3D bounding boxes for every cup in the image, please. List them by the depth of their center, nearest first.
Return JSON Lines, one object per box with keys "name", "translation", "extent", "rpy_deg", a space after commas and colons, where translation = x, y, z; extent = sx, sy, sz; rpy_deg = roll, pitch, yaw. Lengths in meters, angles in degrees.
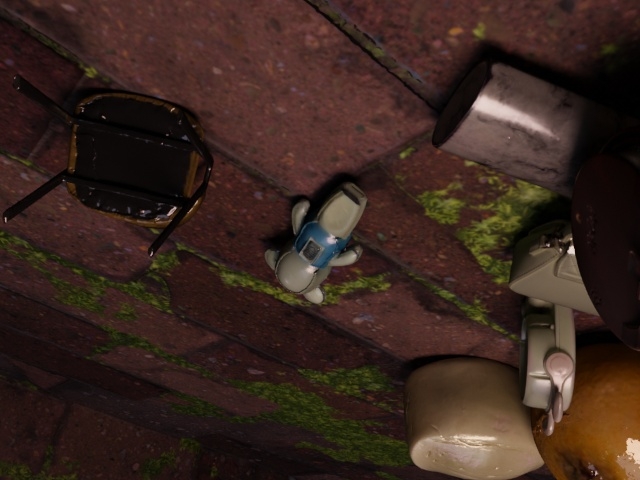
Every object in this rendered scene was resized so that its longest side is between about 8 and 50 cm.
{"name": "cup", "translation": [0.361, -0.017, 0.475], "extent": [0.280, 0.196, 0.196], "rpy_deg": [-12, 146, 0]}

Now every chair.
{"name": "chair", "translation": [-0.217, -0.078, 0.670], "extent": [0.159, 0.172, 0.247], "rpy_deg": [12, -169, -1]}

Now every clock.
{"name": "clock", "translation": [0.317, 0.169, 0.836], "extent": [0.062, 0.191, 0.151], "rpy_deg": [3, 146, 13]}

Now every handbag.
{"name": "handbag", "translation": [0.367, 0.032, 0.684], "extent": [0.256, 0.079, 0.219], "rpy_deg": [16, 160, -6]}

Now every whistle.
{"name": "whistle", "translation": [0.000, 0.000, 0.792], "extent": [0.114, 0.077, 0.235], "rpy_deg": [42, 140, 6]}

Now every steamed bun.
{"name": "steamed bun", "translation": [0.280, 0.322, 1.080], "extent": [0.250, 0.200, 0.154], "rpy_deg": [0, 130, 4]}

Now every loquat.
{"name": "loquat", "translation": [0.460, 0.286, 0.919], "extent": [0.263, 0.263, 0.263], "rpy_deg": [8, 148, 5]}

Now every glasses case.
{"name": "glasses case", "translation": [0.269, -0.083, 0.579], "extent": [0.299, 0.060, 0.114], "rpy_deg": [18, 149, -10]}
